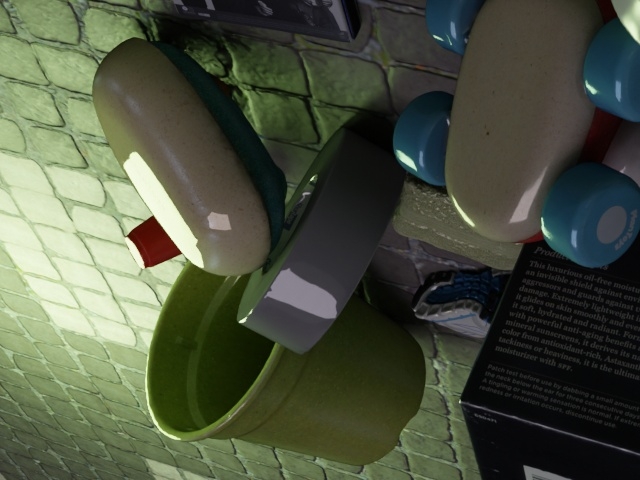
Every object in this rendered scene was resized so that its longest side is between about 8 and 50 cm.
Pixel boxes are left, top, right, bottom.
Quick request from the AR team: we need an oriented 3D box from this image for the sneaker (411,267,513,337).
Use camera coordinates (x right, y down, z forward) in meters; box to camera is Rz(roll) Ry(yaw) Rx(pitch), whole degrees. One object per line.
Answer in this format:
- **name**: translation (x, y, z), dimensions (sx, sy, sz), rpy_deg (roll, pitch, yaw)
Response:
- **sneaker**: translation (0.193, 0.074, 1.504), dimensions (0.083, 0.071, 0.190), rpy_deg (35, 160, -32)

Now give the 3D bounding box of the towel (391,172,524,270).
- **towel**: translation (0.147, -0.017, 1.411), dimensions (0.148, 0.027, 0.110), rpy_deg (22, 152, 6)

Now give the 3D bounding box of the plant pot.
- **plant pot**: translation (-0.023, 0.142, 1.616), dimensions (0.253, 0.276, 0.276), rpy_deg (27, 155, -32)

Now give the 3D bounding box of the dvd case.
- **dvd case**: translation (-0.071, -0.265, 1.146), dimensions (0.179, 0.030, 0.239), rpy_deg (13, 150, 21)

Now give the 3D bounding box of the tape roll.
- **tape roll**: translation (0.000, 0.000, 1.350), dimensions (0.072, 0.219, 0.219), rpy_deg (28, 153, -8)

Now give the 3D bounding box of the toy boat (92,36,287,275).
- **toy boat**: translation (-0.124, -0.072, 1.401), dimensions (0.267, 0.148, 0.318), rpy_deg (55, 160, 14)

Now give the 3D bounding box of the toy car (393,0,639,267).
- **toy car**: translation (0.223, -0.100, 1.084), dimensions (0.238, 0.210, 0.219), rpy_deg (0, -160, -37)

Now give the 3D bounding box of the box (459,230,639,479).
- **box**: translation (0.269, 0.111, 1.246), dimensions (0.182, 0.294, 0.296), rpy_deg (15, 151, 23)

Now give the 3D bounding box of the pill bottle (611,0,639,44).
- **pill bottle**: translation (0.281, -0.221, 0.796), dimensions (0.161, 0.161, 0.283), rpy_deg (24, 153, 1)
